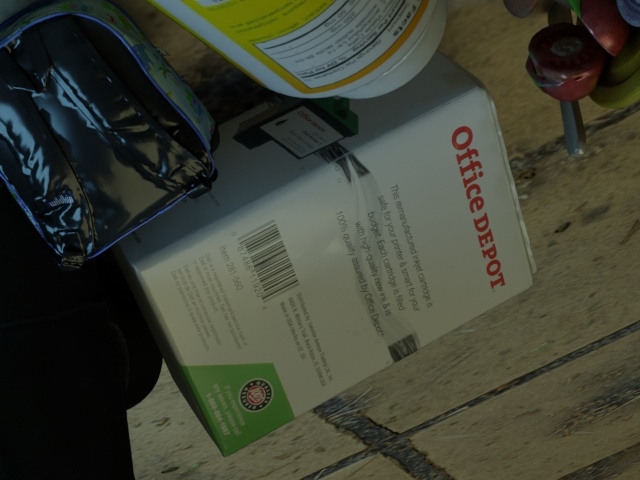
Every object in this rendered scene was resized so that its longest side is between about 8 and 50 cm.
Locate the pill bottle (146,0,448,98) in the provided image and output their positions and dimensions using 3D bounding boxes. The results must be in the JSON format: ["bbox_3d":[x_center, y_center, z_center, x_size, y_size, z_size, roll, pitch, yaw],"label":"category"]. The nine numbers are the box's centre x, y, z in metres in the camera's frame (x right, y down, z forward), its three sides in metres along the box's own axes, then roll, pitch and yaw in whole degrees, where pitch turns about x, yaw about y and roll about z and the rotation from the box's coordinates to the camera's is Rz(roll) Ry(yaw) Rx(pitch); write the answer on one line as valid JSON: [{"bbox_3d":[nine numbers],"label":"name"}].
[{"bbox_3d":[-0.020,-0.136,0.654,0.117,0.117,0.215,-30,155,16],"label":"pill bottle"}]

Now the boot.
[{"bbox_3d":[-0.124,0.194,0.843,0.146,0.445,0.367,-23,156,2],"label":"boot"}]

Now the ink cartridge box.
[{"bbox_3d":[0.000,0.000,0.875,0.219,0.092,0.160,-28,130,-11],"label":"ink cartridge box"}]

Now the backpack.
[{"bbox_3d":[-0.118,-0.064,0.746,0.105,0.084,0.114,-31,114,11],"label":"backpack"}]

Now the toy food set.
[{"bbox_3d":[0.143,-0.140,0.794,0.071,0.128,0.218,9,151,-15],"label":"toy food set"}]
